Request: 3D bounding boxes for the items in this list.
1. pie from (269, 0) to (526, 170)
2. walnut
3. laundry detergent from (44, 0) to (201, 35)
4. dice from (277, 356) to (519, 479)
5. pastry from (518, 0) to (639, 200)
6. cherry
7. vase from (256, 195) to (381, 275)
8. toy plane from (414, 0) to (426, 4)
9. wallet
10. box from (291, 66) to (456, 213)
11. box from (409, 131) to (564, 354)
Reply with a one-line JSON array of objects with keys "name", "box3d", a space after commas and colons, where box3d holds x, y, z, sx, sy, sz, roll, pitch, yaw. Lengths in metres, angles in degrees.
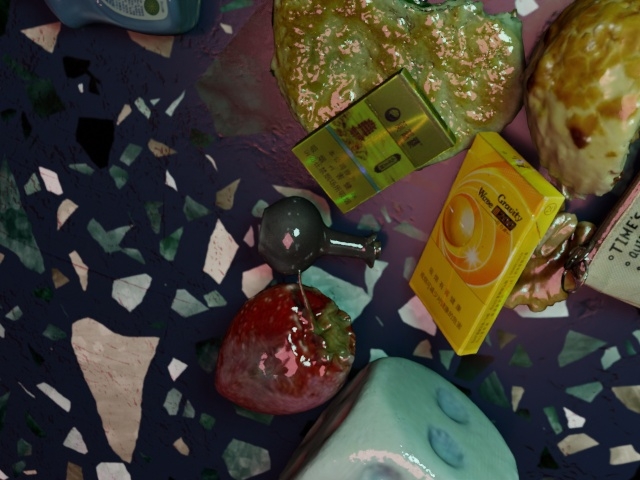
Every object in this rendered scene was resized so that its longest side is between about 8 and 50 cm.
[{"name": "pie", "box3d": [0.091, -0.239, 0.953, 0.371, 0.078, 0.296, 30, 118, 2]}, {"name": "walnut", "box3d": [0.302, 0.019, 0.989, 0.143, 0.069, 0.170, 43, 109, 2]}, {"name": "laundry detergent", "box3d": [-0.324, -0.385, 1.043, 0.290, 0.094, 0.143, 9, 113, 16]}, {"name": "dice", "box3d": [0.107, 0.353, 1.028, 0.265, 0.262, 0.268, 40, 110, 2]}, {"name": "pastry", "box3d": [0.321, -0.194, 0.824, 0.170, 0.256, 0.237, 22, 154, 24]}, {"name": "cherry", "box3d": [-0.064, 0.172, 1.070, 0.250, 0.175, 0.192, -33, 97, 18]}, {"name": "vase", "box3d": [0.000, 0.000, 1.049, 0.183, 0.120, 0.120, 9, 107, -2]}, {"name": "toy plane", "box3d": [0.125, -0.335, 0.961, 0.083, 0.031, 0.078, -27, 96, 20]}, {"name": "wallet", "box3d": [0.493, -0.032, 0.896, 0.275, 0.068, 0.335, 25, 108, -14]}, {"name": "box", "box3d": [0.071, -0.131, 0.954, 0.193, 0.030, 0.121, -31, 108, 31]}, {"name": "box", "box3d": [0.209, 0.008, 0.941, 0.043, 0.152, 0.269, -4, 130, -28]}]
